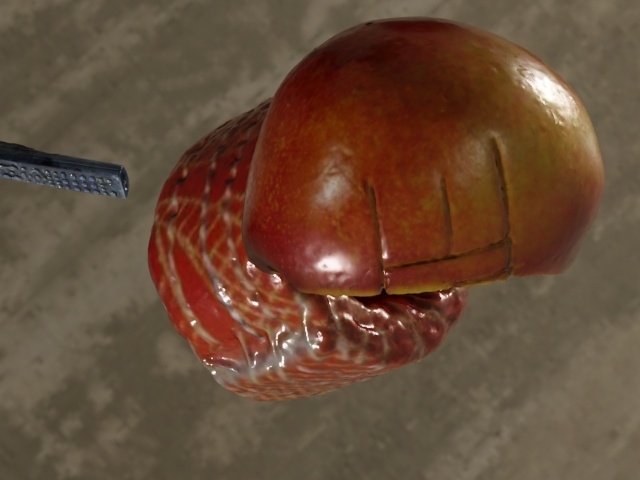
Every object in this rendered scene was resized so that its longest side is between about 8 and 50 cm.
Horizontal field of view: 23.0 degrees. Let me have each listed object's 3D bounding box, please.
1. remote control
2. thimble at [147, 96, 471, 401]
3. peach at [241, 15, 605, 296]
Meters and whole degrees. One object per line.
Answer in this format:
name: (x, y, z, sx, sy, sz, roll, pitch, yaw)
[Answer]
remote control: (-0.245, -0.065, 1.386, 0.043, 0.152, 0.027, 90, 13, -58)
thimble: (0.000, 0.000, 1.719, 0.230, 0.350, 0.350, -19, -159, 45)
peach: (0.065, -0.055, 1.221, 0.275, 0.245, 0.248, -14, 162, -22)
